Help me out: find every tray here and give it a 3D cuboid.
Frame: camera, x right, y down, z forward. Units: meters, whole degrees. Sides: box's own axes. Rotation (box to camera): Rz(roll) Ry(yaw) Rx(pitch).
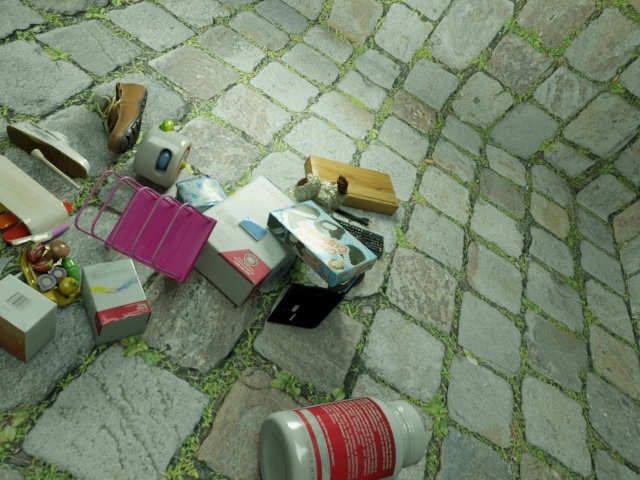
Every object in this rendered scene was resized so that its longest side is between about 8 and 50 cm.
[{"bbox_3d":[0.139,-0.242,1.974,0.411,0.076,0.203,10,50,-25],"label":"tray"}]

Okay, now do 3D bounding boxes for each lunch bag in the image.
[{"bbox_3d":[-0.406,-0.147,1.549,0.151,0.096,0.129,-21,67,-26],"label":"lunch bag"}]

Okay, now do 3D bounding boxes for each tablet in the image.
[{"bbox_3d":[-0.211,-0.040,1.411,0.083,0.006,0.054,43,45,5],"label":"tablet"}]

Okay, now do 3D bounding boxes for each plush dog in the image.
[{"bbox_3d":[0.007,-0.154,1.709,0.225,0.262,0.210,-27,94,-21],"label":"plush dog"}]

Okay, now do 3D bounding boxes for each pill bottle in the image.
[{"bbox_3d":[0.065,0.536,1.169,0.408,0.229,0.229,1,54,-30],"label":"pill bottle"}]

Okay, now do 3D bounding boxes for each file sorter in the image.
[{"bbox_3d":[-0.485,-0.046,1.240,0.291,0.182,0.202,22,78,17],"label":"file sorter"}]

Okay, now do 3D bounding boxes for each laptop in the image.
[{"bbox_3d":[-0.008,0.168,1.429,0.264,0.234,0.136,13,47,-21],"label":"laptop"}]

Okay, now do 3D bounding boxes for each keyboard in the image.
[{"bbox_3d":[0.118,-0.053,1.835,0.317,0.033,0.201,20,46,-17],"label":"keyboard"}]

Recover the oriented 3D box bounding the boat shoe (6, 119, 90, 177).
[{"bbox_3d":[-0.838,-0.301,1.419,0.277,0.098,0.096,32,45,-3],"label":"boat shoe"}]

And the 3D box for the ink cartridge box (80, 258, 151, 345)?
[{"bbox_3d":[-0.546,0.159,1.188,0.127,0.128,0.176,-13,62,-37],"label":"ink cartridge box"}]

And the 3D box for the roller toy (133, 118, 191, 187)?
[{"bbox_3d":[-0.529,-0.282,1.524,0.146,0.209,0.191,25,58,-12],"label":"roller toy"}]

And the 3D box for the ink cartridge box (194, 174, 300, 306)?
[{"bbox_3d":[-0.228,-0.012,1.499,0.279,0.160,0.385,41,45,5],"label":"ink cartridge box"}]

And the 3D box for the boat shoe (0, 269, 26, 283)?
[{"bbox_3d":[-0.809,0.144,1.076,0.069,0.081,0.227,24,40,-3],"label":"boat shoe"}]

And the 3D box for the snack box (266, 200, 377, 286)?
[{"bbox_3d":[0.000,0.000,1.410,0.187,0.060,0.322,-20,51,-41],"label":"snack box"}]

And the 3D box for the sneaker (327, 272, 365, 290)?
[{"bbox_3d":[0.111,0.134,1.644,0.188,0.071,0.066,-26,70,-42],"label":"sneaker"}]

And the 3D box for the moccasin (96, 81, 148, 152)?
[{"bbox_3d":[-0.709,-0.447,1.589,0.147,0.139,0.380,11,49,-22],"label":"moccasin"}]

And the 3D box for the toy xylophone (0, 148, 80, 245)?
[{"bbox_3d":[-0.849,-0.137,1.287,0.323,0.081,0.236,44,45,8],"label":"toy xylophone"}]

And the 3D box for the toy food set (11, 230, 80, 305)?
[{"bbox_3d":[-0.699,0.060,1.174,0.218,0.071,0.128,60,24,5],"label":"toy food set"}]

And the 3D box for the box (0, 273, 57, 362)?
[{"bbox_3d":[-0.703,0.184,1.043,0.130,0.170,0.091,33,43,-2],"label":"box"}]
